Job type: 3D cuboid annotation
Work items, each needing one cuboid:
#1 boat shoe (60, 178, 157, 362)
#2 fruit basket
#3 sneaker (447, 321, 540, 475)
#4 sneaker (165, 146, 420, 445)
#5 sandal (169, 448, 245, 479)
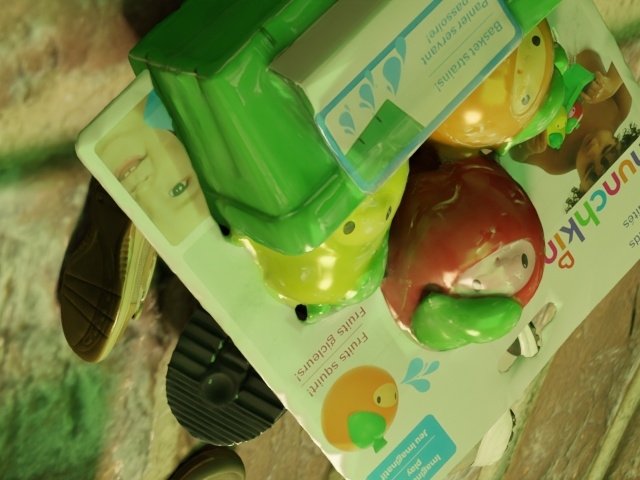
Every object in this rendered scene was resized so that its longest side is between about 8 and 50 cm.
[{"bbox_3d":[-0.121,0.007,0.915,0.048,0.056,0.153,-10,122,-49],"label":"boat shoe"},{"bbox_3d":[0.071,-0.040,0.888,0.327,0.165,0.353,-45,116,-15],"label":"fruit basket"},{"bbox_3d":[0.118,0.124,1.287,0.108,0.100,0.271,-24,141,-26],"label":"sneaker"},{"bbox_3d":[0.000,0.000,1.036,0.319,0.112,0.131,-51,177,-5],"label":"sneaker"},{"bbox_3d":[-0.119,0.267,1.183,0.219,0.060,0.090,-55,147,10],"label":"sandal"}]
